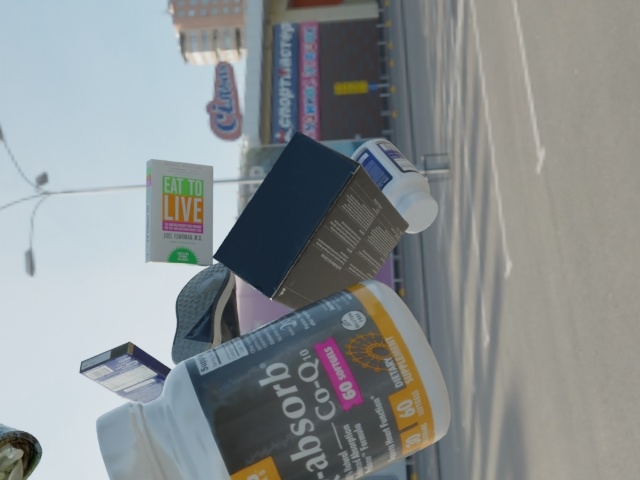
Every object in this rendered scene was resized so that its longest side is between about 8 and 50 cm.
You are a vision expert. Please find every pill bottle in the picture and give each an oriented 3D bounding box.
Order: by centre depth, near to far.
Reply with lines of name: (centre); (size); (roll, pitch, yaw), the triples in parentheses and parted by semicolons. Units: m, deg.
pill bottle: (-0.040, 0.157, 0.674); (0.162, 0.278, 0.162); (61, 167, 24)
pill bottle: (0.123, -0.089, 1.276); (0.094, 0.094, 0.169); (82, 160, -44)

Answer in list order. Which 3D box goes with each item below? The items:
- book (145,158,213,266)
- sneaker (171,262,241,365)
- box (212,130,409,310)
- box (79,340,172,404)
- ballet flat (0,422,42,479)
book: (-0.200, -0.037, 1.079); (0.035, 0.096, 0.144); (-12, 77, 52)
sneaker: (-0.135, 0.148, 1.080); (0.226, 0.086, 0.163); (-87, -28, -54)
box: (0.000, 0.000, 0.982); (0.184, 0.103, 0.261); (-59, -24, -3)
box: (-0.399, 0.304, 1.678); (0.225, 0.136, 0.037); (48, -153, -42)
ballet flat: (-0.210, 0.162, 0.408); (0.188, 0.070, 0.070); (-71, -22, -60)
